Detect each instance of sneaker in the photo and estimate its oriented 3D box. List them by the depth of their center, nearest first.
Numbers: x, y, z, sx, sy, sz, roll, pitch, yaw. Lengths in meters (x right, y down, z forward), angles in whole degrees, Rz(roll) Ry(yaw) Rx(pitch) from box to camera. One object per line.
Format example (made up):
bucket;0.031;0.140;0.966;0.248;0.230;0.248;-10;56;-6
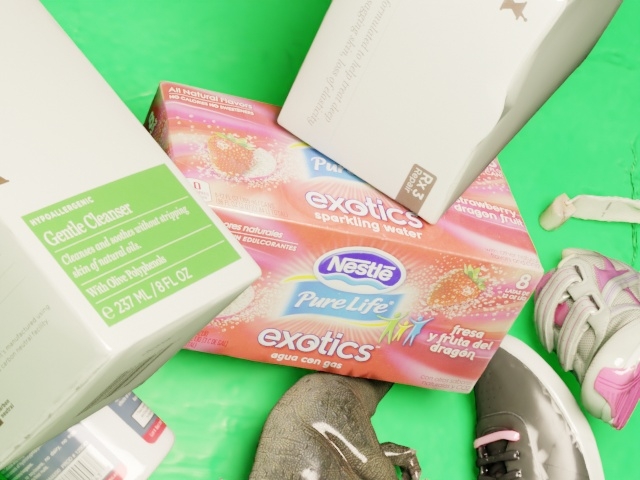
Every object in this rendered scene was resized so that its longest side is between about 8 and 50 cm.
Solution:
sneaker;0.149;0.225;1.209;0.146;0.104;0.296;-11;81;-33
sneaker;0.229;0.076;1.270;0.111;0.252;0.103;25;106;4

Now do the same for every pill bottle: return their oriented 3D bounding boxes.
pill bottle;-0.203;0.119;1.083;0.180;0.108;0.108;45;60;-4

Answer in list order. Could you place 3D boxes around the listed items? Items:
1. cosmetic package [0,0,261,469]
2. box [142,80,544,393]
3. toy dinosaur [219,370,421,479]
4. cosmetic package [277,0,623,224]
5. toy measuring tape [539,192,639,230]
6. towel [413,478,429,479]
cosmetic package;-0.239;-0.052;0.982;0.365;0.155;0.197;51;29;4
box;0.000;0.000;1.173;0.299;0.142;0.154;12;37;-21
toy dinosaur;0.003;0.178;1.152;0.160;0.121;0.313;44;63;-20
cosmetic package;0.143;-0.199;1.211;0.156;0.217;0.385;35;34;10
toy measuring tape;0.365;0.027;1.388;0.330;0.121;0.121;5;69;-13
towel;-0.063;0.307;1.049;0.329;0.037;0.237;-7;98;-18
